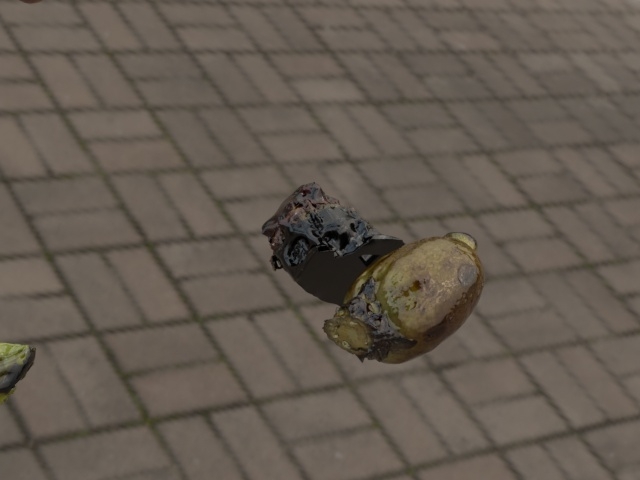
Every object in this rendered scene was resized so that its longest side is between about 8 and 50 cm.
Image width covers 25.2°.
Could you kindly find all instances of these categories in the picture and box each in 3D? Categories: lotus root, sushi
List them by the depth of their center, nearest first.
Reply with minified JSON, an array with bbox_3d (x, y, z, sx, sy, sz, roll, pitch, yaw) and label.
[{"bbox_3d":[0.136,0.078,1.993,0.314,0.169,0.141,-35,102,-39],"label":"lotus root"},{"bbox_3d":[0.000,0.000,2.118,0.172,0.153,0.150,2,43,-42],"label":"sushi"}]

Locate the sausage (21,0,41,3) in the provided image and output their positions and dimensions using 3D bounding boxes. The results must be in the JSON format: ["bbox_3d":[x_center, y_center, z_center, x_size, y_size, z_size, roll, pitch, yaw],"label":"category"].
[{"bbox_3d":[-0.225,-0.313,1.510,0.078,0.304,0.078,15,71,-49],"label":"sausage"}]

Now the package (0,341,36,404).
[{"bbox_3d":[-0.346,0.136,1.106,0.226,0.168,0.090,1,47,-46],"label":"package"}]
